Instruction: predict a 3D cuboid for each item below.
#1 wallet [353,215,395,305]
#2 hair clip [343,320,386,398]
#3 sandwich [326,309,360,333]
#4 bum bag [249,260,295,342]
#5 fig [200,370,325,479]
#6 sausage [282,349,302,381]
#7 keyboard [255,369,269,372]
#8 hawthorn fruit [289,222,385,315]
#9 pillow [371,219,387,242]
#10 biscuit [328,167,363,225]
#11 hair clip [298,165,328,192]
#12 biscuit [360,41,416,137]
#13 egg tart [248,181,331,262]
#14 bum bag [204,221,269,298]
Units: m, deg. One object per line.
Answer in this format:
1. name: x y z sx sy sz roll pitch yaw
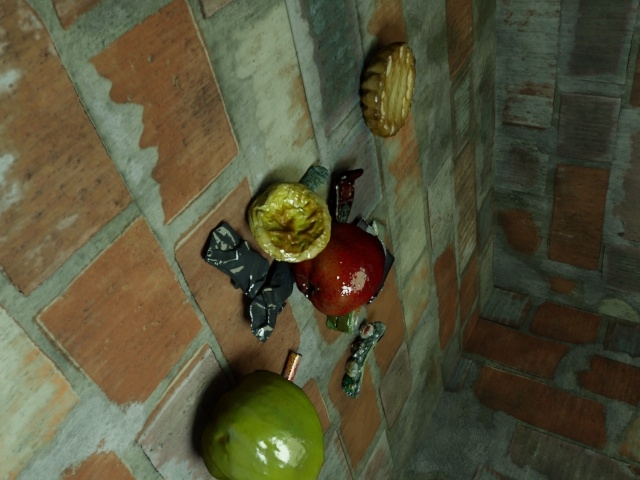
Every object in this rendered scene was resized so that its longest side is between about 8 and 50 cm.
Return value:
1. wallet: 0.151 0.070 2.106 0.221 0.071 0.262 49 47 -15
2. hair clip: 0.155 0.463 2.362 0.091 0.138 0.321 27 76 -15
3. sandwich: 0.103 0.249 2.153 0.160 0.109 0.185 14 90 -59
4. bum bag: -0.132 0.151 1.728 0.310 0.074 0.137 -63 147 -45
5. fig: -0.141 0.535 1.608 0.343 0.343 0.344 -34 131 -50
6. sausage: -0.105 0.436 1.942 0.050 0.048 0.145 21 88 -23
7. keyboard: -0.207 0.494 1.821 0.074 0.015 0.197 21 85 -65
8. hawthorn fruit: 0.071 0.073 1.748 0.307 0.265 0.265 -32 130 -37
9. pillow: 0.207 0.038 2.303 0.148 0.050 0.230 21 85 -68
10. biscuit: 0.075 -0.126 1.976 0.151 0.063 0.236 -15 118 -57
11. hair clip: -0.048 -0.137 1.768 0.229 0.066 0.036 -58 174 -18
12. biscuit: 0.229 -0.516 2.029 0.325 0.107 0.326 -38 137 -46
13. egg tart: -0.087 -0.048 1.620 0.241 0.241 0.106 -61 -172 -25
14. bum bag: -0.214 0.055 1.557 0.123 0.060 0.248 -64 148 -17
